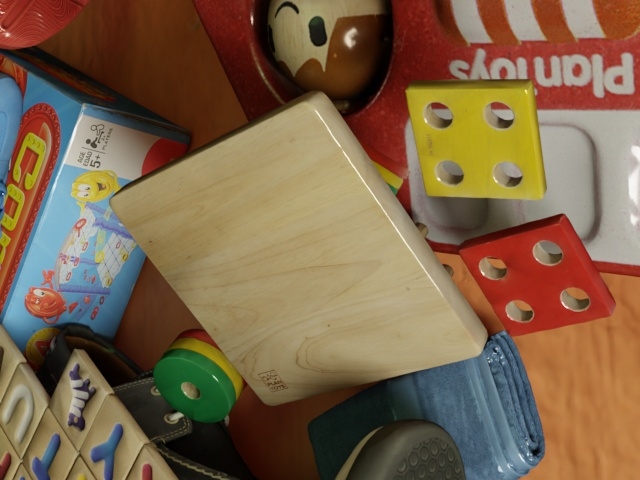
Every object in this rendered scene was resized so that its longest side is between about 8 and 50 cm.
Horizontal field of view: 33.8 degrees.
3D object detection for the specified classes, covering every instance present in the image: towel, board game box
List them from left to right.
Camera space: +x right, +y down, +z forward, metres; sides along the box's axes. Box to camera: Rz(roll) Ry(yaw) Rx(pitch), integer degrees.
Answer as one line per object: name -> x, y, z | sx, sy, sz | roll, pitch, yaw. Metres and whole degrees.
board game box -> -0.260, 0.007, 0.772 | 0.302, 0.086, 0.308 | 30, 102, 43
towel -> 0.049, 0.094, 0.498 | 0.119, 0.029, 0.067 | -30, 62, 34

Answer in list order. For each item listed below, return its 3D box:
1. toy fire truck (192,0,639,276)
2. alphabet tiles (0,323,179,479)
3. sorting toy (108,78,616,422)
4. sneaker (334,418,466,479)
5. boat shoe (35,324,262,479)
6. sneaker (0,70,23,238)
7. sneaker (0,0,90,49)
toy fire truck -> 0.050, -0.111, 0.467 | 0.302, 0.169, 0.253 | 5, 106, 42
alphabet tiles -> -0.151, 0.160, 0.567 | 0.237, 0.009, 0.198 | 43, 114, 38
sorting toy -> 0.000, 0.000, 0.472 | 0.274, 0.132, 0.046 | -21, 23, 40
sneaker -> -0.023, 0.197, 0.488 | 0.145, 0.090, 0.270 | 15, 101, 44
boat shoe -> -0.090, 0.109, 0.592 | 0.233, 0.084, 0.079 | 17, 80, 43
sneaker -> -0.216, 0.002, 0.637 | 0.082, 0.069, 0.209 | 25, 90, 11
sneaker -> -0.210, -0.215, 0.774 | 0.128, 0.087, 0.221 | -19, 44, 50
